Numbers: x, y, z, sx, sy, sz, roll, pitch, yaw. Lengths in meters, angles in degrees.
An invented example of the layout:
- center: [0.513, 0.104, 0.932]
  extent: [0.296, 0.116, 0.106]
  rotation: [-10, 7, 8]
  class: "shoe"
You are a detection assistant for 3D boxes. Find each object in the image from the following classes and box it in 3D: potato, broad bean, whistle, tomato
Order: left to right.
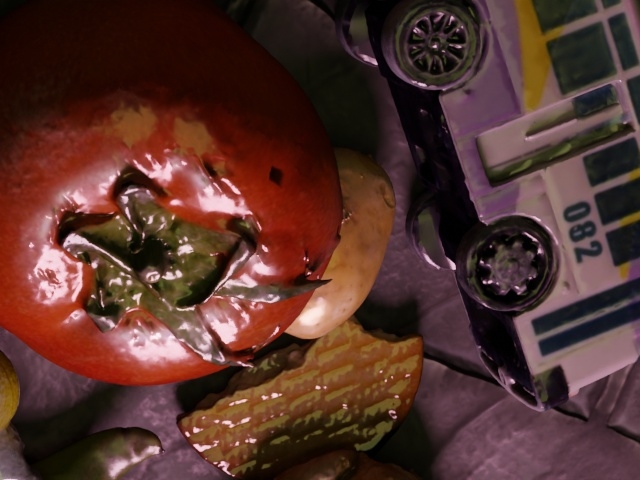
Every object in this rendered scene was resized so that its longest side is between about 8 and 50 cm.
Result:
- center: [-0.301, 0.171, 1.766]
  extent: [0.123, 0.123, 0.223]
  rotation: [-31, 97, -3]
  class: "whistle"
- center: [-0.295, 0.264, 1.820]
  extent: [0.339, 0.061, 0.077]
  rotation: [-27, 95, -5]
  class: "broad bean"
- center: [-0.147, -0.058, 1.653]
  extent: [0.342, 0.272, 0.341]
  rotation: [-3, 129, -4]
  class: "tomato"
- center: [0.000, 0.000, 1.797]
  extent: [0.118, 0.109, 0.178]
  rotation: [24, 92, 6]
  class: "potato"

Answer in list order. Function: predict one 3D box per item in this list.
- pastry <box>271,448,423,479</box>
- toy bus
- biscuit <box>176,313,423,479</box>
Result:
- center: [0.018, 0.310, 1.868]
  extent: [0.219, 0.100, 0.229]
  rotation: [-11, 116, -12]
  class: "pastry"
- center: [0.190, -0.098, 1.763]
  extent: [0.249, 0.209, 0.439]
  rotation: [-22, 105, -8]
  class: "toy bus"
- center: [-0.020, 0.147, 1.867]
  extent: [0.229, 0.031, 0.176]
  rotation: [4, 102, -12]
  class: "biscuit"
